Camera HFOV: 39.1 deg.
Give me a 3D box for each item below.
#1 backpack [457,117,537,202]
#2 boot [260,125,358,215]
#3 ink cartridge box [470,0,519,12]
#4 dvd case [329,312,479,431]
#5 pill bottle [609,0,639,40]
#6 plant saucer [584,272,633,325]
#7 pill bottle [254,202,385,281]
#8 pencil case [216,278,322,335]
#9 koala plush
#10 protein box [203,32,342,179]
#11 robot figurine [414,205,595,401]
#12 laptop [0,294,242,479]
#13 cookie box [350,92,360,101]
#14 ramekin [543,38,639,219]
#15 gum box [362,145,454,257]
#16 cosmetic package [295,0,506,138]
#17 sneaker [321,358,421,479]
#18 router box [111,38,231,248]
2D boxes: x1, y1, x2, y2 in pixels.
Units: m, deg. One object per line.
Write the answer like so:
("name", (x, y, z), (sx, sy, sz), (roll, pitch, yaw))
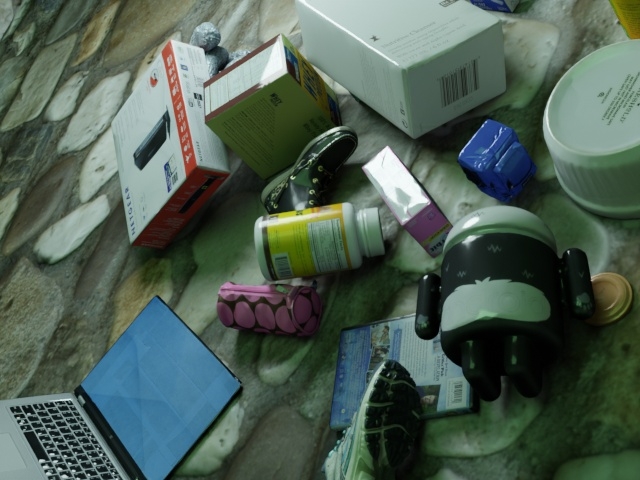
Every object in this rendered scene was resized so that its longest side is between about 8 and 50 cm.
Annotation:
("backpack", (0.289, -0.115, 1.443), (0.098, 0.120, 0.101), (-47, 51, -2))
("boot", (-0.001, -0.087, 1.695), (0.236, 0.085, 0.178), (-40, 43, 18))
("ink cartridge box", (0.380, -0.538, 1.747), (0.097, 0.046, 0.207), (23, 76, 48))
("dvd case", (0.132, 0.197, 1.409), (0.253, 0.022, 0.180), (-15, 50, 32))
("pill bottle", (0.510, -0.372, 1.358), (0.136, 0.246, 0.136), (-23, 47, 26))
("plant saucer", (0.400, 0.081, 1.278), (0.083, 0.013, 0.083), (-22, 47, 25))
("pill bottle", (0.000, 0.000, 1.566), (0.215, 0.117, 0.117), (-9, 50, 5))
("pencil case", (-0.097, 0.115, 1.607), (0.209, 0.098, 0.095), (-3, 55, 39))
("koala plush", (-0.189, -0.345, 1.987), (0.221, 0.196, 0.203), (26, 89, 47))
("protein box", (-0.096, -0.268, 1.823), (0.201, 0.200, 0.136), (-28, 44, 20))
("robot figurine", (0.257, 0.085, 1.282), (0.173, 0.209, 0.278), (115, 164, -55))
("laptop", (-0.428, 0.292, 1.657), (0.382, 0.408, 0.236), (35, 118, 49))
("cookie box", (0.103, -0.346, 1.836), (0.107, 0.040, 0.091), (-30, 44, 19))
("ramekin", (0.458, -0.177, 1.342), (0.273, 0.127, 0.272), (-23, 47, 26))
("gum box", (0.150, -0.070, 1.533), (0.062, 0.107, 0.188), (-39, 42, 9))
("cosmetic package", (0.140, -0.367, 1.670), (0.217, 0.156, 0.385), (-30, 45, -17))
("sneaker", (0.056, 0.307, 1.313), (0.122, 0.110, 0.283), (-8, 60, 48))
("router box", (-0.326, -0.199, 1.919), (0.301, 0.082, 0.335), (-43, 52, 39))
